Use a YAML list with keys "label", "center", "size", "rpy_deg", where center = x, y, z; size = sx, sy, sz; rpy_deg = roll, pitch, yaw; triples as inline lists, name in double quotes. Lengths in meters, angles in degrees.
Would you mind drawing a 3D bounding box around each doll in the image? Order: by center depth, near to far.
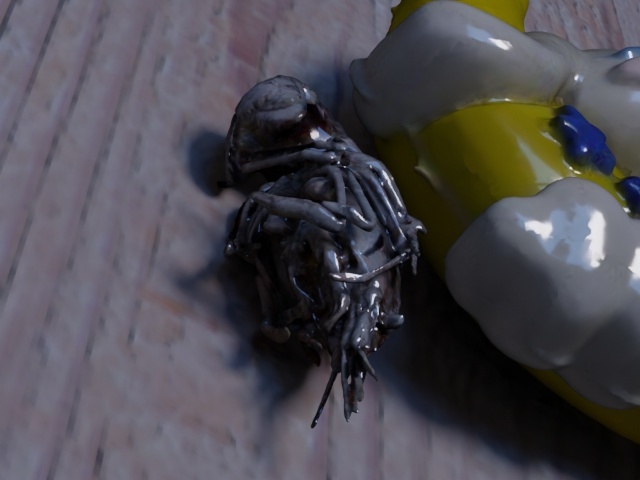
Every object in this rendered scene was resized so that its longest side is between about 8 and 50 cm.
- label: "doll"
  center: [0.117, -0.021, 0.608]
  size: [0.252, 0.111, 0.237]
  rpy_deg: [18, 35, -32]

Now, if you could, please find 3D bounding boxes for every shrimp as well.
- label: "shrimp"
  center: [0.000, 0.000, 0.498]
  size: [0.065, 0.056, 0.165]
  rpy_deg: [45, 15, -25]
